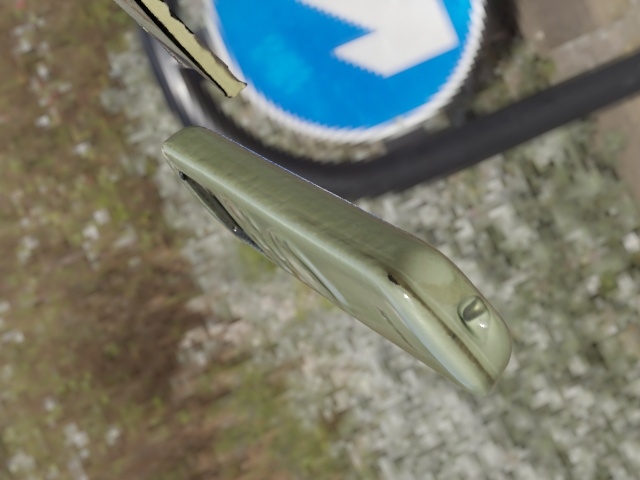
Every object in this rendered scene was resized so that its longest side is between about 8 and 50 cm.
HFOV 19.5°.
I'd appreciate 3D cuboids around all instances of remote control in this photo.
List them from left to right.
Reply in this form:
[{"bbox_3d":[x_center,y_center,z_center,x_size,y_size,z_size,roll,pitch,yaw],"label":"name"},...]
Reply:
[{"bbox_3d":[-0.001,0.000,0.943,0.090,0.038,0.309,47,172,-30],"label":"remote control"}]

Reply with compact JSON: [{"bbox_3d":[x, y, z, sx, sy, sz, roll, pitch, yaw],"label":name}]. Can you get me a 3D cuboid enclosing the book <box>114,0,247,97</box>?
[{"bbox_3d":[-0.145,-0.183,1.219,0.157,0.026,0.231,41,177,29],"label":"book"}]
